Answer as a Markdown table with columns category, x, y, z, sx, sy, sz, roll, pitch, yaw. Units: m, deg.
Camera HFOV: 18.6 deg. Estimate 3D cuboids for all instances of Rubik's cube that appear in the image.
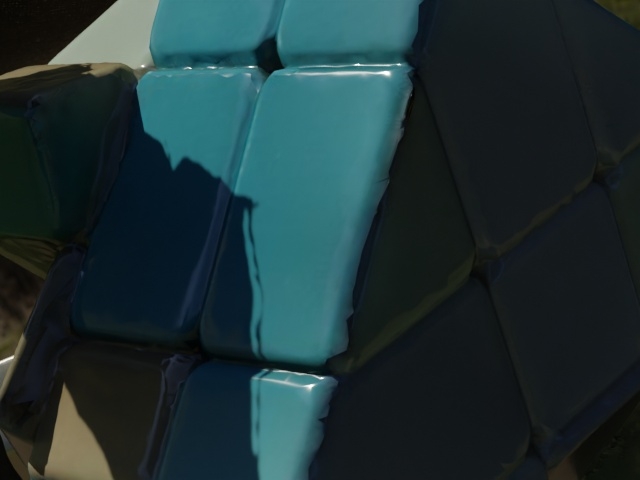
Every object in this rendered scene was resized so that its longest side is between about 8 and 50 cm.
| category | x | y | z | sx | sy | sz | roll | pitch | yaw |
| --- | --- | --- | --- | --- | --- | --- | --- | --- | --- |
| Rubik's cube | 0.000 | 0.000 | 0.630 | 0.213 | 0.224 | 0.265 | 5 | 75 | 47 |

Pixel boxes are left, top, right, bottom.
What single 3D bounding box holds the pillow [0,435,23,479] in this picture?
| category | x | y | z | sx | sy | sz | roll | pitch | yaw |
| --- | --- | --- | --- | --- | --- | --- | --- | --- | --- |
| pillow | -0.119 | 0.030 | 0.439 | 0.034 | 0.135 | 0.211 | -49 | 51 | 19 |

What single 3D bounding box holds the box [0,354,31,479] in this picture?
| category | x | y | z | sx | sy | sz | roll | pitch | yaw |
| --- | --- | --- | --- | --- | --- | --- | --- | --- | --- |
| box | -0.120 | 0.089 | 0.953 | 0.273 | 0.265 | 0.048 | -21 | 81 | 9 |

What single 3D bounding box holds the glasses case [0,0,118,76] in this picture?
| category | x | y | z | sx | sy | sz | roll | pitch | yaw |
| --- | --- | --- | --- | --- | --- | --- | --- | --- | --- |
| glasses case | -0.235 | -0.133 | 1.173 | 0.321 | 0.122 | 0.082 | -24 | 59 | 23 |
